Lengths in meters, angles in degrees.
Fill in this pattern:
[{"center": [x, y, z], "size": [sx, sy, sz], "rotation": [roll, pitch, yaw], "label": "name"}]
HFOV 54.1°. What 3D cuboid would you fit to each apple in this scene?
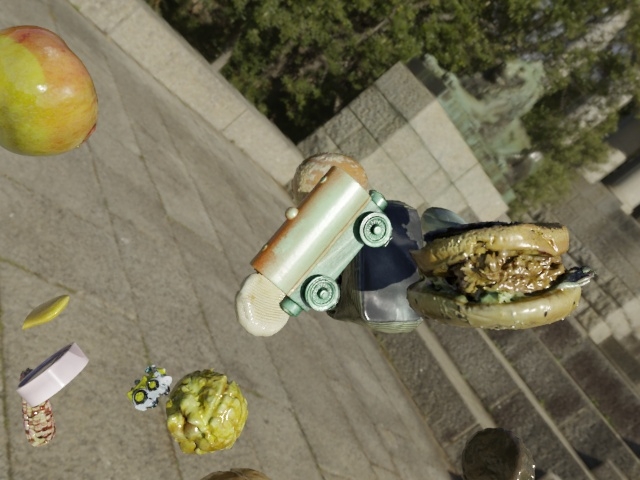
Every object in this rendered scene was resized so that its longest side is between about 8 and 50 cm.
[{"center": [-0.531, -0.272, 1.161], "size": [0.261, 0.194, 0.260], "rotation": [34, -42, 37], "label": "apple"}]

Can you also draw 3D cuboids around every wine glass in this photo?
[{"center": [0.459, 0.003, 1.731], "size": [0.264, 0.096, 0.309], "rotation": [17, 7, -28], "label": "wine glass"}]

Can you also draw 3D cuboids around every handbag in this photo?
[{"center": [0.132, 0.073, 1.629], "size": [0.247, 0.240, 0.340], "rotation": [2, 80, -30], "label": "handbag"}]

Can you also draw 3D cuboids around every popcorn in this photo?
[{"center": [-0.371, 0.568, 2.081], "size": [0.282, 0.282, 0.247], "rotation": [47, 33, -23], "label": "popcorn"}]

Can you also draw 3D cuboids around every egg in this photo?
[{"center": [0.030, -0.170, 1.896], "size": [0.203, 0.245, 0.203], "rotation": [169, -90, -70], "label": "egg"}]

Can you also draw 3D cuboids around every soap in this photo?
[{"center": [-0.661, 0.174, 1.491], "size": [0.033, 0.168, 0.089], "rotation": [57, 30, -19], "label": "soap"}]

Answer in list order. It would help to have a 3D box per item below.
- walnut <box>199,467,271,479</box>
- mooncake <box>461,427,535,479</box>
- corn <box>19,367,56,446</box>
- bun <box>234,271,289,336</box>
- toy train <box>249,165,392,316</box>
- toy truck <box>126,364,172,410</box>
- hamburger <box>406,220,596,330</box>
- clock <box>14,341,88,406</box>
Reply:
[{"center": [-0.284, 0.910, 1.961], "size": [0.383, 0.383, 0.383], "rotation": [49, 10, -11], "label": "walnut"}, {"center": [0.575, 0.726, 2.019], "size": [0.124, 0.228, 0.228], "rotation": [41, 13, -34], "label": "mooncake"}, {"center": [-0.875, 0.515, 1.936], "size": [0.092, 0.092, 0.280], "rotation": [-109, -158, -65], "label": "corn"}, {"center": [-0.169, 0.172, 1.698], "size": [0.183, 0.102, 0.183], "rotation": [19, 63, -42], "label": "bun"}, {"center": [0.000, 0.000, 1.152], "size": [0.177, 0.285, 0.116], "rotation": [43, -5, -23], "label": "toy train"}, {"center": [-0.428, 0.363, 1.564], "size": [0.077, 0.111, 0.076], "rotation": [38, -12, 27], "label": "toy truck"}, {"center": [0.328, 0.060, 1.170], "size": [0.277, 0.318, 0.195], "rotation": [-143, -133, -83], "label": "hamburger"}, {"center": [-0.760, 0.378, 1.777], "size": [0.068, 0.197, 0.197], "rotation": [55, 8, -13], "label": "clock"}]
